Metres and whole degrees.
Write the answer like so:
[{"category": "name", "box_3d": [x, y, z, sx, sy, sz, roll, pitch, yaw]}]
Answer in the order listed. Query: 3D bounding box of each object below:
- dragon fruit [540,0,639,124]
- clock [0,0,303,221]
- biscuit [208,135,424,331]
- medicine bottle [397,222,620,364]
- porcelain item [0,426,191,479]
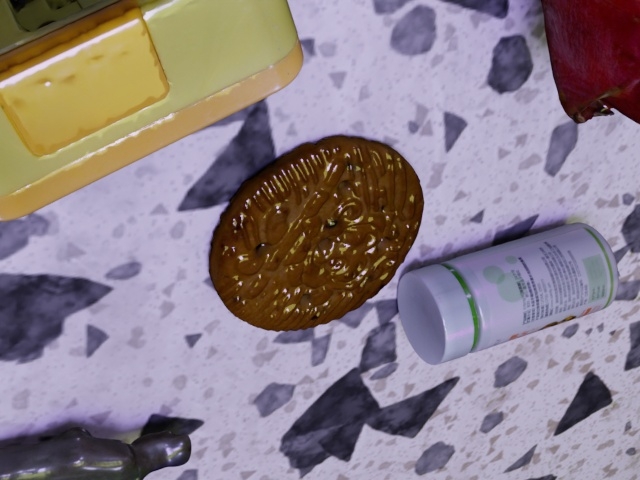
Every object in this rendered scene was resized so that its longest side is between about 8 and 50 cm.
[{"category": "dragon fruit", "box_3d": [0.259, -0.181, 0.725, 0.250, 0.250, 0.315, -26, 155, -11]}, {"category": "clock", "box_3d": [-0.124, -0.109, 0.595, 0.202, 0.143, 0.096, -26, 134, -9]}, {"category": "biscuit", "box_3d": [0.001, 0.001, 0.857, 0.187, 0.027, 0.188, -18, 135, -19]}, {"category": "medicine bottle", "box_3d": [0.168, 0.045, 0.959, 0.183, 0.086, 0.086, -16, 134, -20]}, {"category": "porcelain item", "box_3d": [-0.205, 0.184, 0.855, 0.215, 0.069, 0.081, -11, 128, -24]}]
